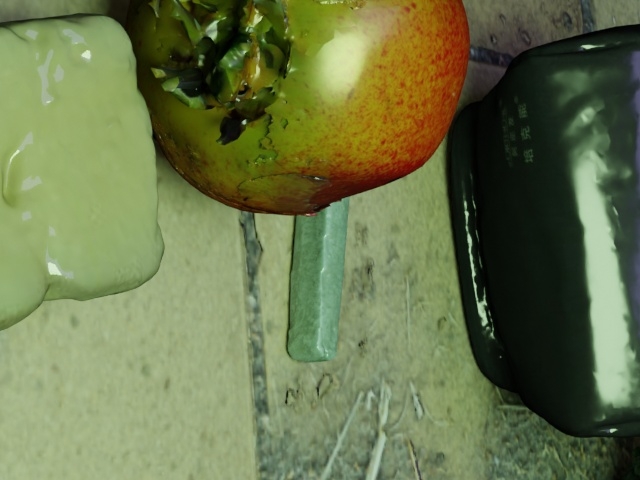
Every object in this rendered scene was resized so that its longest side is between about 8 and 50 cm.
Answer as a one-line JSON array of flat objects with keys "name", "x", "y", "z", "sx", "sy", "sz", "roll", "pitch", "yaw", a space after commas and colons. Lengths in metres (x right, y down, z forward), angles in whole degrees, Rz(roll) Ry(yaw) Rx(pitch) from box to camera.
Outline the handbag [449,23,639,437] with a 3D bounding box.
[{"name": "handbag", "x": 0.192, "y": -0.002, "z": 1.313, "sx": 0.177, "sy": 0.275, "sz": 0.302, "roll": -9, "pitch": 91, "yaw": -8}]

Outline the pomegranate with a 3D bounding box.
[{"name": "pomegranate", "x": -0.018, "y": -0.116, "z": 1.003, "sx": 0.235, "sy": 0.210, "sz": 0.210, "roll": -13, "pitch": 92, "yaw": -70}]

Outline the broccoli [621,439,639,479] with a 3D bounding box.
[{"name": "broccoli", "x": 0.379, "y": 0.245, "z": 1.331, "sx": 0.281, "sy": 0.293, "sz": 0.348, "roll": 31, "pitch": 41, "yaw": -4}]

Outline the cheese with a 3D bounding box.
[{"name": "cheese", "x": -0.190, "y": -0.028, "z": 0.860, "sx": 0.263, "sy": 0.093, "sz": 0.159, "roll": -15, "pitch": 90, "yaw": -52}]

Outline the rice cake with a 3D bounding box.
[{"name": "rice cake", "x": -0.001, "y": 0.000, "z": 1.147, "sx": 0.029, "sy": 0.033, "sz": 0.171, "roll": 20, "pitch": 67, "yaw": -45}]
